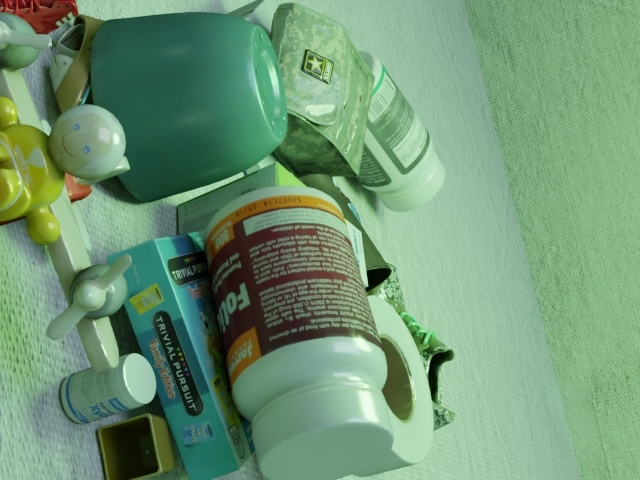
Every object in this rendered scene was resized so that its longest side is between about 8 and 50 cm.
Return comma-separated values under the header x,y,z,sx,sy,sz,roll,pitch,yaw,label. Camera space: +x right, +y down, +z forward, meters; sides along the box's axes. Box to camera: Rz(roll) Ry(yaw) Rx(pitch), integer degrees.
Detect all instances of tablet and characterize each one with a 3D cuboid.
x,y,z,sx,sy,sz,roll,pitch,yaw,label
0.076,-0.038,2.191,0.054,0.006,0.083,-6,73,-78,tablet

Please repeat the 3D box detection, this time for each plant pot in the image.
x,y,z,sx,sy,sz,roll,pitch,yaw,label
-0.186,-0.221,1.656,0.293,0.235,0.293,-9,90,-78,plant pot
-0.239,0.283,1.432,0.083,0.081,0.081,29,45,-69,plant pot

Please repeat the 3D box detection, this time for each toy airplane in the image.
x,y,z,sx,sy,sz,roll,pitch,yaw,label
-0.335,-0.081,1.278,0.386,0.272,0.384,48,31,-38,toy airplane

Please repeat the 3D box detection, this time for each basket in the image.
x,y,z,sx,sy,sz,roll,pitch,yaw,label
0.000,0.000,2.042,0.154,0.204,0.226,53,13,-69,basket

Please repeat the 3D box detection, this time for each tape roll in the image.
x,y,z,sx,sy,sz,roll,pitch,yaw,label
0.081,0.238,1.736,0.286,0.100,0.286,47,32,-42,tape roll

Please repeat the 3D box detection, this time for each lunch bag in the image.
x,y,z,sx,sy,sz,roll,pitch,yaw,label
-0.018,-0.287,2.048,0.287,0.169,0.235,47,47,-54,lunch bag

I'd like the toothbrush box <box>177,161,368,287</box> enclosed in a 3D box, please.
x,y,z,sx,sy,sz,roll,pitch,yaw,label
-0.079,0.010,1.816,0.283,0.206,0.122,38,38,-48,toothbrush box

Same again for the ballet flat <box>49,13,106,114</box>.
x,y,z,sx,sy,sz,roll,pitch,yaw,label
-0.374,-0.265,1.609,0.073,0.080,0.232,27,38,-17,ballet flat

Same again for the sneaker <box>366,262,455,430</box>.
x,y,z,sx,sy,sz,roll,pitch,yaw,label
0.190,0.223,2.137,0.158,0.182,0.410,35,41,-51,sneaker

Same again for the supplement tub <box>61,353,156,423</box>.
x,y,z,sx,sy,sz,roll,pitch,yaw,label
-0.277,0.194,1.382,0.071,0.107,0.071,44,35,-43,supplement tub

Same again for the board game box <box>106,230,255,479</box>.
x,y,z,sx,sy,sz,roll,pitch,yaw,label
-0.182,0.159,1.561,0.254,0.079,0.336,-23,93,-82,board game box

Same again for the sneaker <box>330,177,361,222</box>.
x,y,z,sx,sy,sz,roll,pitch,yaw,label
0.047,-0.005,2.215,0.162,0.106,0.281,40,37,-53,sneaker

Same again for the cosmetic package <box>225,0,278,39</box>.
x,y,z,sx,sy,sz,roll,pitch,yaw,label
-0.156,-0.398,2.083,0.085,0.117,0.231,61,25,-21,cosmetic package

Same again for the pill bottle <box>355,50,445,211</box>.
x,y,z,sx,sy,sz,roll,pitch,yaw,label
0.132,-0.243,2.451,0.361,0.204,0.204,51,30,-35,pill bottle

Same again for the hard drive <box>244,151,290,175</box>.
x,y,z,sx,sy,sz,roll,pitch,yaw,label
-0.106,-0.238,2.152,0.210,0.040,0.318,63,25,-14,hard drive

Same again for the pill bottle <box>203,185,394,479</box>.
x,y,z,sx,sy,sz,roll,pitch,yaw,label
-0.033,0.134,1.533,0.224,0.224,0.392,38,30,-49,pill bottle

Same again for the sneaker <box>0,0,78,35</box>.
x,y,z,sx,sy,sz,roll,pitch,yaw,label
-0.423,-0.341,1.472,0.221,0.128,0.087,-10,80,-67,sneaker
